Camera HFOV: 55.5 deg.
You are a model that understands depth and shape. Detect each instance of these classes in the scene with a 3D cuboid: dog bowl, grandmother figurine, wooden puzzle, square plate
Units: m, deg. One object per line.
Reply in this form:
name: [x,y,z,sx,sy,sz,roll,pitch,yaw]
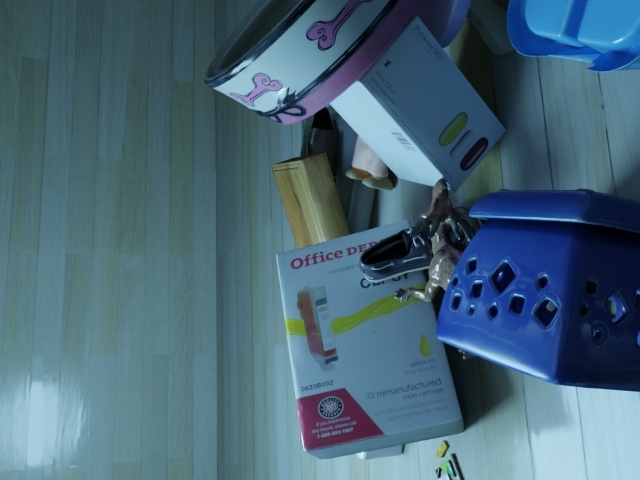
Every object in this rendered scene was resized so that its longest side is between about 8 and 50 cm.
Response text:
dog bowl: [-0.005,-0.367,1.025,0.408,0.150,0.408,-37,28,23]
grandmother figurine: [0.142,-0.297,1.353,0.208,0.104,0.342,27,113,30]
wooden puzzle: [0.238,0.443,1.139,0.116,0.014,0.078,-111,33,-43]
square plate: [0.051,-0.181,1.602,0.347,0.049,0.344,-150,65,-64]
dog bowl: [0.378,-0.321,0.831,0.297,0.074,0.166,-132,49,-58]

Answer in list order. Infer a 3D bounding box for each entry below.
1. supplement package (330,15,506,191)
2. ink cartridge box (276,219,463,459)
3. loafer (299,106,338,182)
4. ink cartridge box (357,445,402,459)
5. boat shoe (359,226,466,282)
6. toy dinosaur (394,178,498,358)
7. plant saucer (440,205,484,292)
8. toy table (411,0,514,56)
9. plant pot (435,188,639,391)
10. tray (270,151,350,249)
supplement package: [0.153,-0.235,1.070,0.145,0.262,0.204,-50,25,-5]
ink cartridge box: [0.085,0.185,1.152,0.160,0.279,0.385,61,-163,-61]
loafer: [-0.003,-0.246,1.553,0.087,0.094,0.251,122,144,-55]
ink cartridge box: [0.115,0.326,1.328,0.172,0.100,0.237,-146,63,-63]
boat shoe: [0.164,0.012,1.078,0.065,0.206,0.075,52,-164,-58]
toy dinosaur: [0.231,0.053,0.959,0.296,0.127,0.200,46,148,35]
plant saucer: [0.260,0.021,1.119,0.168,0.029,0.168,-177,90,-65]
toy table: [0.253,-0.453,1.027,0.252,0.161,0.274,-166,79,-66]
plant pot: [0.311,0.052,0.755,0.236,0.236,0.212,-170,89,-67]
tray: [0.000,0.000,1.479,0.203,0.076,0.411,8,117,66]
